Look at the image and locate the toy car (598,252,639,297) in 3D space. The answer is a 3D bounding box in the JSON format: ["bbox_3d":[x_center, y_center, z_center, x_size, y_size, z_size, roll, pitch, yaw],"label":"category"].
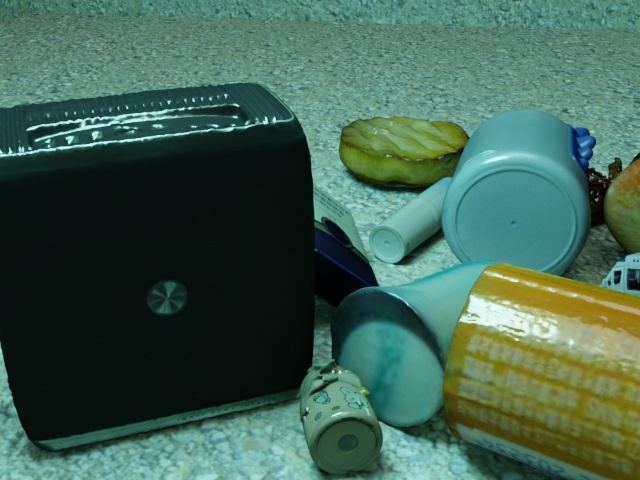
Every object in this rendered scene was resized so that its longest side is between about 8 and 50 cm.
[{"bbox_3d":[0.484,0.064,1.245,0.090,0.108,0.210,-12,3,-18],"label":"toy car"}]

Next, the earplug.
[{"bbox_3d":[0.187,0.108,1.172,0.185,0.184,0.324,21,29,38],"label":"earplug"}]

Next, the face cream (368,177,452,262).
[{"bbox_3d":[0.185,-0.042,1.565,0.077,0.077,0.250,16,31,32],"label":"face cream"}]

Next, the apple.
[{"bbox_3d":[0.585,-0.054,1.421,0.210,0.209,0.164,-1,30,1],"label":"apple"}]

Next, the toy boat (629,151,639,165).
[{"bbox_3d":[0.718,-0.172,1.826,0.061,0.060,0.137,40,42,19],"label":"toy boat"}]

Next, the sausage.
[{"bbox_3d":[0.314,0.166,0.968,0.287,0.233,0.233,15,30,33],"label":"sausage"}]

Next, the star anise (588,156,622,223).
[{"bbox_3d":[0.582,-0.094,1.641,0.288,0.088,0.288,0,25,0],"label":"star anise"}]

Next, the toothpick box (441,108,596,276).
[{"bbox_3d":[0.363,-0.103,1.492,0.263,0.262,0.354,5,26,14],"label":"toothpick box"}]

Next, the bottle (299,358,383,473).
[{"bbox_3d":[0.017,0.208,1.051,0.099,0.098,0.152,-5,25,-7],"label":"bottle"}]

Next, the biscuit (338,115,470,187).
[{"bbox_3d":[0.186,-0.192,1.850,0.297,0.101,0.296,2,26,-1],"label":"biscuit"}]

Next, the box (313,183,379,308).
[{"bbox_3d":[0.000,0.000,1.372,0.168,0.071,0.259,35,20,-30],"label":"box"}]

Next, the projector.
[{"bbox_3d":[-0.221,0.017,1.100,0.395,0.405,0.242,-9,27,-15],"label":"projector"}]
